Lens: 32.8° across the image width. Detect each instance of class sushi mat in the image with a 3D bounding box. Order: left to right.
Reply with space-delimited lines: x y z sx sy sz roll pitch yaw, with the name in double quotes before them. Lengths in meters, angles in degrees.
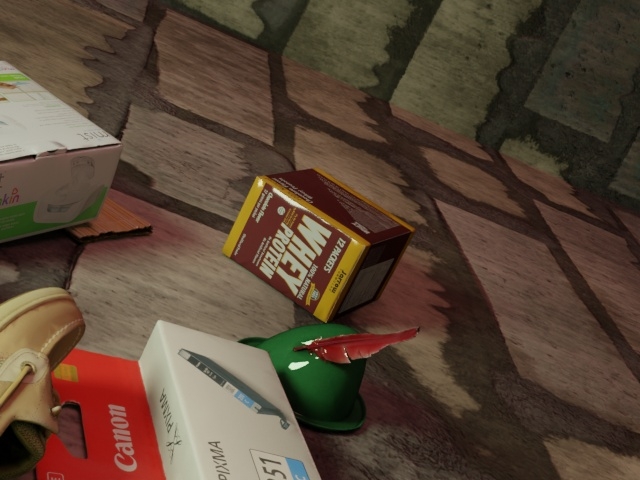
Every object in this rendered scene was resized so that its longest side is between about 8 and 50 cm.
"sushi mat" -0.387 -0.090 1.495 0.317 0.019 0.151 34 22 21

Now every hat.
"hat" 0.021 0.104 1.269 0.209 0.183 0.173 34 20 19

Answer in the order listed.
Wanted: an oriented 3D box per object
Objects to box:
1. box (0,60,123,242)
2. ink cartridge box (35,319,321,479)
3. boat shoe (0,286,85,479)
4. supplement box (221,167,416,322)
"box" -0.416 -0.112 1.320 0.231 0.126 0.262 34 25 20
"ink cartridge box" -0.142 0.180 1.050 0.261 0.066 0.296 18 21 -26
"boat shoe" -0.274 0.152 0.892 0.110 0.121 0.341 32 30 2
"supplement box" 0.000 0.000 1.590 0.191 0.129 0.194 33 20 18
